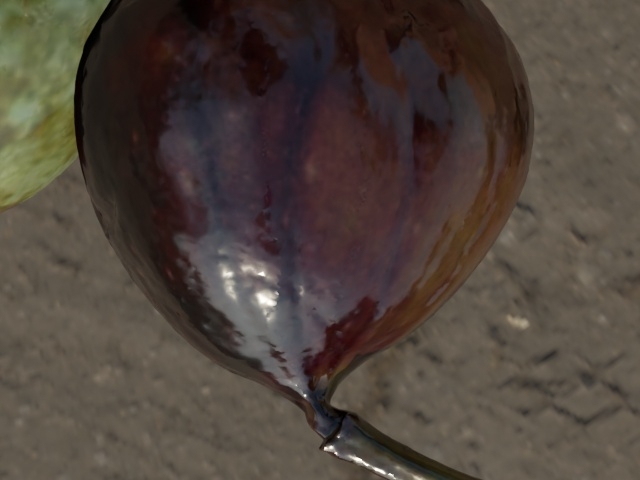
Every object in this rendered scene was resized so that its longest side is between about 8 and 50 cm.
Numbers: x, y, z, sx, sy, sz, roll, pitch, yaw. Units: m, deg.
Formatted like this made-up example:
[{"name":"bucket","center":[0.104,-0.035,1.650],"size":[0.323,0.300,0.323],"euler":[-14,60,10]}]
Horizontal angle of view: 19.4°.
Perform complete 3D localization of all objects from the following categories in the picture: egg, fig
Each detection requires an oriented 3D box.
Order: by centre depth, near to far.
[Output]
[{"name":"fig","center":[-0.013,-0.005,0.803],"size":[0.204,0.186,0.249],"euler":[10,83,-52]},{"name":"egg","center":[-0.221,-0.129,1.053],"size":[0.238,0.238,0.289],"euler":[20,151,-26]}]
